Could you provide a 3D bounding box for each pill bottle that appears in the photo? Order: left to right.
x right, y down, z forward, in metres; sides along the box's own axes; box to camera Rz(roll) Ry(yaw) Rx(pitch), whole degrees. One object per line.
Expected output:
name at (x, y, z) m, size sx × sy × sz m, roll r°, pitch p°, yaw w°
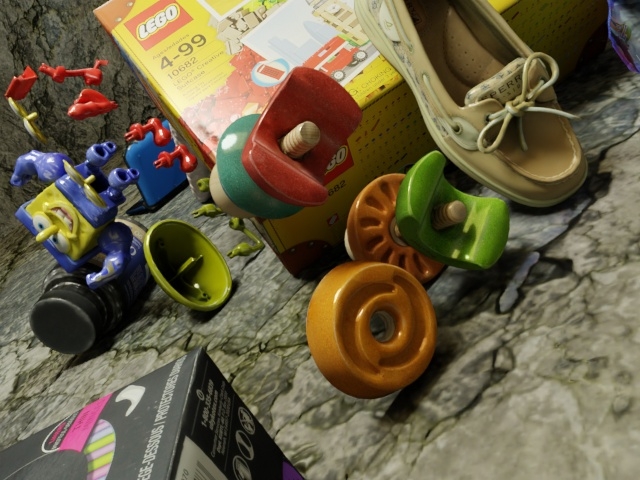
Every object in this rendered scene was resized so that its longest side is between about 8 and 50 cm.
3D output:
pill bottle at (-0.330, 0.063, 0.941) m, size 0.122 × 0.123 × 0.219 m, roll -25°, pitch 23°, yaw 20°

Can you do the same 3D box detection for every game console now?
game console at (-0.354, -0.211, 1.508) m, size 0.173 × 0.250 × 0.293 m, roll 23°, pitch 55°, yaw 33°

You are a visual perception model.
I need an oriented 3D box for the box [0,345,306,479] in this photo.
box at (-0.147, 0.208, 0.353) m, size 0.270 × 0.143 × 0.165 m, roll -29°, pitch 22°, yaw 11°

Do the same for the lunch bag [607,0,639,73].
lunch bag at (0.429, -0.283, 0.467) m, size 0.327 × 0.239 × 0.385 m, roll -35°, pitch -3°, yaw -2°

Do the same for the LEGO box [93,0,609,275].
LEGO box at (0.043, -0.261, 0.789) m, size 0.500 × 0.193 × 0.372 m, roll -36°, pitch 59°, yaw -8°

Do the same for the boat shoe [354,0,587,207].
boat shoe at (0.129, -0.151, 0.562) m, size 0.104 × 0.285 × 0.089 m, roll -39°, pitch -9°, yaw -8°

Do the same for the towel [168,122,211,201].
towel at (-0.182, -0.267, 1.159) m, size 0.332 × 0.053 × 0.317 m, roll 97°, pitch -168°, yaw -71°

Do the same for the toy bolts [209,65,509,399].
toy bolts at (0.000, 0.000, 0.523) m, size 0.158 × 0.228 × 0.218 m, roll -22°, pitch 35°, yaw 60°

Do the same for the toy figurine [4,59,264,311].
toy figurine at (-0.283, -0.032, 0.851) m, size 0.217 × 0.362 × 0.191 m, roll -37°, pitch 9°, yaw 33°
